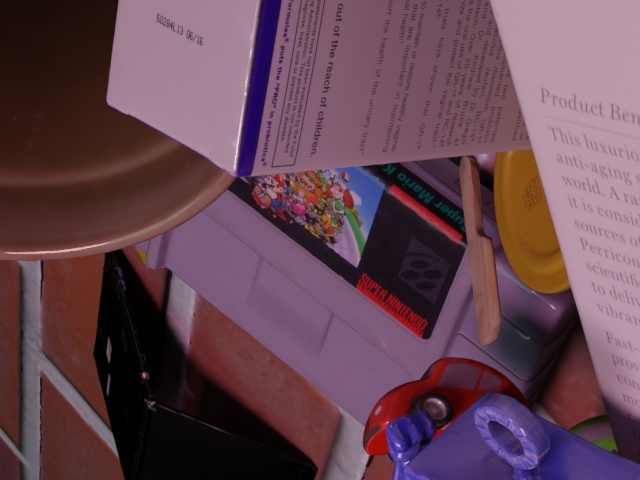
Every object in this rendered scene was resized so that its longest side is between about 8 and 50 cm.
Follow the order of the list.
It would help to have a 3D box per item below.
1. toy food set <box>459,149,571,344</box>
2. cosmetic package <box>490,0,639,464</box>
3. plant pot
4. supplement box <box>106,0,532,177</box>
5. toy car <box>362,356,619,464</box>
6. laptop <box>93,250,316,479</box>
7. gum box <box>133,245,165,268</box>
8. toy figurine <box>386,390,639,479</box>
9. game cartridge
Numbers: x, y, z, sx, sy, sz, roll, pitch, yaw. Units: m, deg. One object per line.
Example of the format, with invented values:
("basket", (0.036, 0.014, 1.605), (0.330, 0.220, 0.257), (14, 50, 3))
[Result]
("toy food set", (0.154, -0.037, 0.957), (0.218, 0.071, 0.128), (130, 137, -56))
("cosmetic package", (0.239, 0.015, 0.763), (0.230, 0.161, 0.453), (21, 138, 50))
("plant pot", (-0.184, -0.190, 1.043), (0.323, 0.323, 0.280), (90, -178, -52))
("supplement box", (0.017, -0.107, 0.884), (0.111, 0.220, 0.114), (30, 119, 44))
("toy car", (0.161, 0.110, 1.056), (0.225, 0.239, 0.053), (54, -155, -57))
("laptop", (-0.120, 0.158, 1.684), (0.234, 0.136, 0.264), (108, 148, -57))
("gum box", (-0.107, -0.040, 1.379), (0.188, 0.062, 0.107), (-5, 116, 60))
("toy figurine", (0.104, 0.178, 0.803), (0.362, 0.191, 0.217), (26, 137, 47))
("game cartridge", (0.000, 0.000, 1.179), (0.355, 0.068, 0.230), (37, 144, 18))
